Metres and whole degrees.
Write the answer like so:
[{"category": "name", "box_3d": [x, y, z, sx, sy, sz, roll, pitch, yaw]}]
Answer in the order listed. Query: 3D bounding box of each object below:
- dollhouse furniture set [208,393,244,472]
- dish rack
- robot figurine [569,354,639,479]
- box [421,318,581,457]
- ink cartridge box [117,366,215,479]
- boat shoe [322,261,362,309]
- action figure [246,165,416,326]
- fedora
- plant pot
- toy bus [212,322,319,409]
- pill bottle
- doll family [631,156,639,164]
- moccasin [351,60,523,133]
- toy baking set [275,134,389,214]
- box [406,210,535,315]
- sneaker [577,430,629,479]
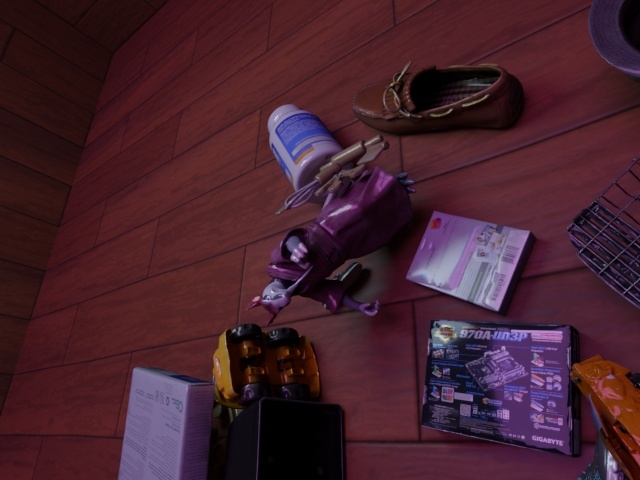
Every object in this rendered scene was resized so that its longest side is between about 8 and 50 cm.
[{"category": "dollhouse furniture set", "box_3d": [-0.246, 0.414, 0.986, 0.151, 0.123, 0.144, -39, 49, 20]}, {"category": "dish rack", "box_3d": [0.468, -0.038, 0.543, 0.272, 0.074, 0.208, -54, 48, 24]}, {"category": "robot figurine", "box_3d": [0.434, 0.238, 0.478, 0.211, 0.085, 0.291, -28, 50, 4]}, {"category": "box", "box_3d": [0.270, 0.215, 0.678, 0.220, 0.051, 0.175, -7, 65, 40]}, {"category": "ink cartridge box", "box_3d": [-0.322, 0.439, 0.893, 0.324, 0.071, 0.330, -10, 73, 50]}, {"category": "boat shoe", "box_3d": [0.042, 0.091, 0.949, 0.038, 0.046, 0.125, 47, 111, 39]}, {"category": "action figure", "box_3d": [0.000, 0.000, 0.825, 0.370, 0.248, 0.275, -39, 43, -12]}, {"category": "fedora", "box_3d": [0.547, -0.306, 0.637, 0.275, 0.124, 0.244, -17, 61, 25]}, {"category": "plant pot", "box_3d": [-0.081, 0.402, 0.817, 0.167, 0.187, 0.188, -28, 53, 44]}, {"category": "toy bus", "box_3d": [-0.146, 0.280, 0.907, 0.211, 0.220, 0.150, -36, 53, 33]}, {"category": "pill bottle", "box_3d": [-0.038, -0.228, 1.102, 0.152, 0.152, 0.272, -44, 47, 16]}, {"category": "doll family", "box_3d": [0.541, -0.123, 0.595, 0.193, 0.076, 0.112, -8, 68, 44]}, {"category": "moccasin", "box_3d": [0.211, -0.298, 0.916, 0.380, 0.147, 0.139, 22, 85, 45]}, {"category": "toy baking set", "box_3d": [0.016, -0.132, 0.877, 0.256, 0.030, 0.197, -21, 21, 40]}, {"category": "box", "box_3d": [0.260, 0.034, 0.786, 0.186, 0.038, 0.145, 18, 82, 44]}, {"category": "sneaker", "box_3d": [0.342, 0.321, 0.557, 0.076, 0.065, 0.167, -5, 64, 45]}]
